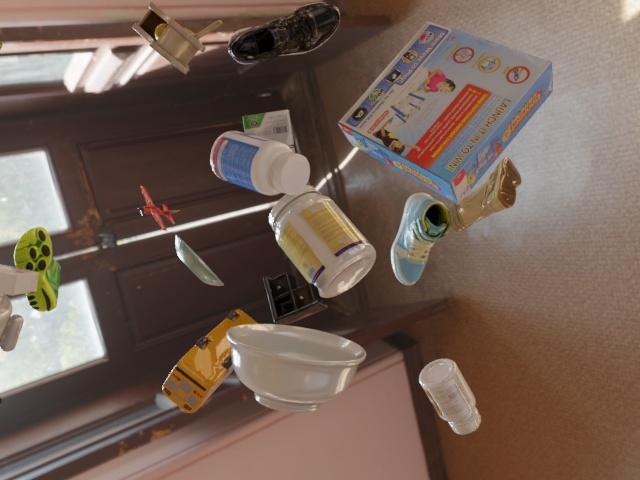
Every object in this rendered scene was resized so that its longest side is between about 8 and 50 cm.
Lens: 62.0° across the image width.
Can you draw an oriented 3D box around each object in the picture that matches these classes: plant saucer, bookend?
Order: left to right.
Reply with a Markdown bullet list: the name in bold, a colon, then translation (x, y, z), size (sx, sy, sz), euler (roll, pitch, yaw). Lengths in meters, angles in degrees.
- **plant saucer**: translation (-0.345, 0.066, 1.476), size (0.195, 0.037, 0.195), euler (46, 171, 9)
- **bookend**: translation (-0.079, 0.161, 1.656), size (0.157, 0.072, 0.156), euler (-24, 64, 16)

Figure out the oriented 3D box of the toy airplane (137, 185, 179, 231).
- **toy airplane**: translation (-0.442, -0.082, 1.447), size (0.028, 0.151, 0.151), euler (-37, 69, 20)

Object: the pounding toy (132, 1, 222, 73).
- **pounding toy**: translation (-0.337, -0.507, 1.259), size (0.155, 0.154, 0.269), euler (-49, 25, 8)

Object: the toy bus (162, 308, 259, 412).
- **toy bus**: translation (-0.272, 0.307, 1.420), size (0.108, 0.333, 0.130), euler (36, 111, 5)

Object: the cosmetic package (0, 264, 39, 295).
- **cosmetic package**: translation (-0.890, 0.092, 1.414), size (0.099, 0.239, 0.060), euler (-28, -52, -84)

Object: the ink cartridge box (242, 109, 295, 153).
- **ink cartridge box**: translation (-0.161, -0.304, 1.735), size (0.087, 0.153, 0.208), euler (99, 164, -87)

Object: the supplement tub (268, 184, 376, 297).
- **supplement tub**: translation (0.000, 0.000, 1.784), size (0.331, 0.241, 0.241), euler (51, 143, 23)

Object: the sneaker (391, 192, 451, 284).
- **sneaker**: translation (0.327, 0.007, 1.733), size (0.208, 0.127, 0.318), euler (-140, 57, -76)

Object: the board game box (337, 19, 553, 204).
- **board game box**: translation (0.247, -0.272, 1.086), size (0.302, 0.308, 0.086), euler (38, 174, 35)

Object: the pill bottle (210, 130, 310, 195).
- **pill bottle**: translation (-0.136, -0.171, 1.209), size (0.222, 0.124, 0.124), euler (22, 124, 37)

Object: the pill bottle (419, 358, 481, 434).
- **pill bottle**: translation (0.426, 0.509, 1.727), size (0.131, 0.131, 0.229), euler (-3, 123, 58)

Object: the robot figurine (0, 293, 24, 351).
- **robot figurine**: translation (-1.039, 0.260, 1.550), size (0.353, 0.300, 0.200), euler (-60, 40, 16)

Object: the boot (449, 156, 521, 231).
- **boot**: translation (0.506, -0.141, 1.644), size (0.095, 0.262, 0.203), euler (45, 132, -12)

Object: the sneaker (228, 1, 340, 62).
- **sneaker**: translation (-0.079, -0.484, 1.269), size (0.124, 0.284, 0.107), euler (-112, 0, -67)

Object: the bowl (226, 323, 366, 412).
- **bowl**: translation (-0.060, 0.274, 1.126), size (0.298, 0.298, 0.134), euler (11, 92, 56)

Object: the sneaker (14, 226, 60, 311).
- **sneaker**: translation (-0.896, 0.085, 1.695), size (0.123, 0.110, 0.295), euler (-117, 32, -58)

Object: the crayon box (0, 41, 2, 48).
- **crayon box**: translation (-0.643, -0.237, 0.817), size (0.081, 0.165, 0.278), euler (28, 88, 14)
